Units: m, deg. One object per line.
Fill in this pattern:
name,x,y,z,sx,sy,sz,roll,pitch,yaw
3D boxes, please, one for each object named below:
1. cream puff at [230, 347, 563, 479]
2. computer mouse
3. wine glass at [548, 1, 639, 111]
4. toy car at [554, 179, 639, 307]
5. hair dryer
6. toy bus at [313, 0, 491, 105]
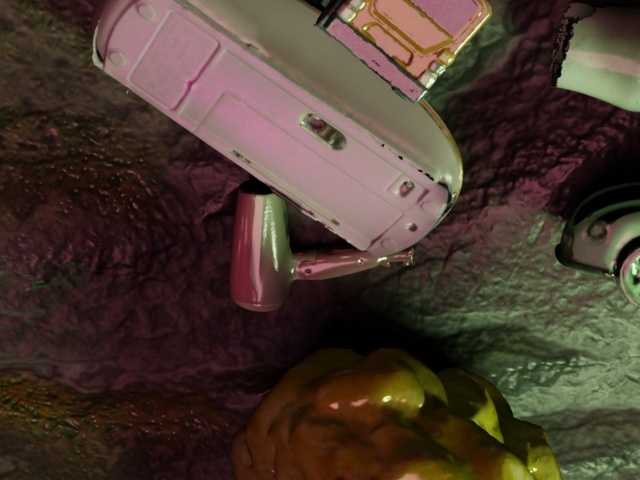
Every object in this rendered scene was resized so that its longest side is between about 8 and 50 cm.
cream puff,0.094,0.222,1.163,0.291,0.257,0.324,5,116,54
computer mouse,-0.032,-0.107,1.087,0.310,0.072,0.158,35,141,-8
wine glass,0.272,-0.127,1.053,0.195,0.079,0.079,12,119,0
toy car,0.337,-0.012,1.080,0.305,0.136,0.125,6,100,6
hair dryer,0.002,0.006,1.188,0.154,0.054,0.106,4,114,-6
toy bus,0.061,-0.177,1.002,0.091,0.182,0.103,37,108,-12
